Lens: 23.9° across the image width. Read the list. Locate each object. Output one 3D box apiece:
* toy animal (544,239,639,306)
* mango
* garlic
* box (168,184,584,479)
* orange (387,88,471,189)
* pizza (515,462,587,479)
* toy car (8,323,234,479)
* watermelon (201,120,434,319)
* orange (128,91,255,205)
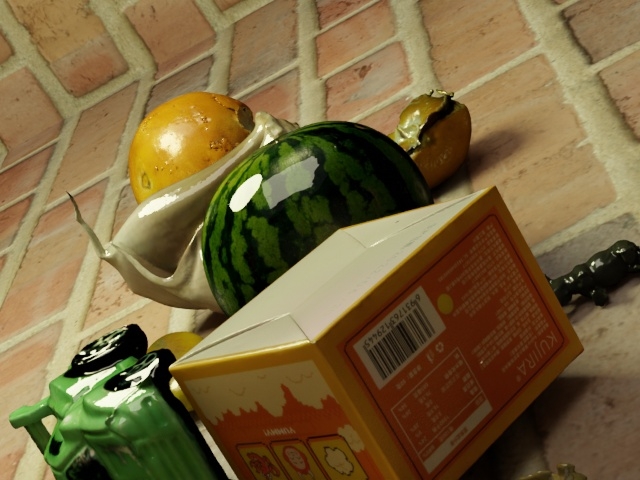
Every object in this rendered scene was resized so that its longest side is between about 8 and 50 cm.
[{"bbox_3d":[0.289,0.043,1.630,0.135,0.047,0.065,-32,15,5],"label":"toy animal"},{"bbox_3d":[-0.181,0.175,1.952,0.103,0.076,0.161,-28,24,-2],"label":"mango"},{"bbox_3d":[-0.137,0.004,2.062,0.340,0.246,0.231,-22,33,-6],"label":"garlic"},{"bbox_3d":[0.059,0.120,1.494,0.283,0.214,0.259,-38,12,-35],"label":"box"},{"bbox_3d":[0.148,-0.131,2.133,0.170,0.112,0.160,-43,15,54],"label":"orange"},{"bbox_3d":[0.104,0.287,1.300,0.297,0.071,0.189,-36,3,-22],"label":"pizza"},{"bbox_3d":[-0.211,0.229,1.638,0.176,0.213,0.358,-32,14,-13],"label":"toy car"},{"bbox_3d":[0.000,0.000,1.802,0.285,0.285,0.285,-28,21,11],"label":"watermelon"},{"bbox_3d":[-0.189,-0.115,2.399,0.240,0.240,0.240,-28,21,11],"label":"orange"}]
